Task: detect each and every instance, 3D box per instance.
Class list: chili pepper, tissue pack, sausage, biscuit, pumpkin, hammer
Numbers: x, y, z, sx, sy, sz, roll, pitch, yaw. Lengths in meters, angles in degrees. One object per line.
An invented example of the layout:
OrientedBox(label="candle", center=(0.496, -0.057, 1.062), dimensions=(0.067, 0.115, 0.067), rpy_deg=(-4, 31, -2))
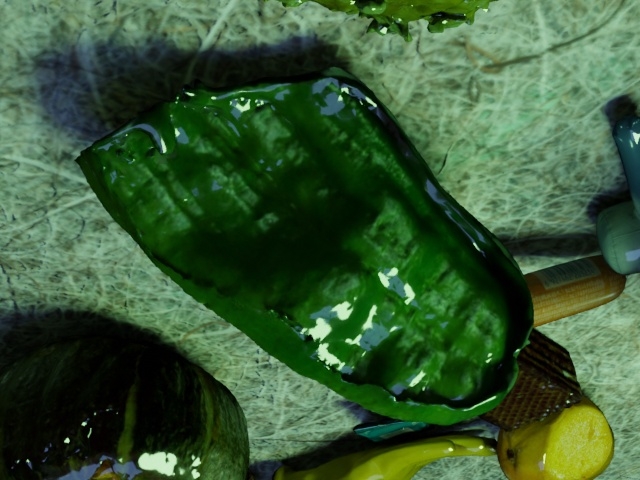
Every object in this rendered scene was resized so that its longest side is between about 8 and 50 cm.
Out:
OrientedBox(label="chili pepper", center=(0.000, -0.003, 0.862), dimensions=(0.385, 0.213, 0.167), rpy_deg=(36, 165, -11))
OrientedBox(label="tissue pack", center=(0.093, 0.232, 1.321), dimensions=(0.085, 0.028, 0.138), rpy_deg=(-14, 165, 9))
OrientedBox(label="sausage", center=(0.148, 0.072, 1.002), dimensions=(0.347, 0.053, 0.053), rpy_deg=(-15, 148, -18))
OrientedBox(label="biscuit", center=(0.136, 0.104, 1.127), dimensions=(0.107, 0.073, 0.388), rpy_deg=(-31, 138, 29))
OrientedBox(label="pumpkin", center=(-0.235, 0.228, 1.145), dimensions=(0.320, 0.192, 0.320), rpy_deg=(-6, 144, -4))
OrientedBox(label="hammer", center=(0.294, -0.047, 0.948), dimensions=(0.116, 0.069, 0.194), rpy_deg=(-16, 139, 16))

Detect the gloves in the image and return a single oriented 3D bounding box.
OrientedBox(label="gloves", center=(0.091, 0.307, 1.375), dimensions=(0.294, 0.116, 0.133), rpy_deg=(-22, 170, 17))

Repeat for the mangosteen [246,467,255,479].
OrientedBox(label="mangosteen", center=(-0.154, 0.400, 1.411), dimensions=(0.215, 0.215, 0.257), rpy_deg=(13, 109, -24))

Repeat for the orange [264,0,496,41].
OrientedBox(label="orange", center=(0.044, -0.241, 0.508), dimensions=(0.300, 0.223, 0.301), rpy_deg=(-27, 139, 18))

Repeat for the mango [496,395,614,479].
OrientedBox(label="mango", center=(0.299, 0.255, 1.335), dimensions=(0.217, 0.102, 0.141), rpy_deg=(20, 95, -46))
